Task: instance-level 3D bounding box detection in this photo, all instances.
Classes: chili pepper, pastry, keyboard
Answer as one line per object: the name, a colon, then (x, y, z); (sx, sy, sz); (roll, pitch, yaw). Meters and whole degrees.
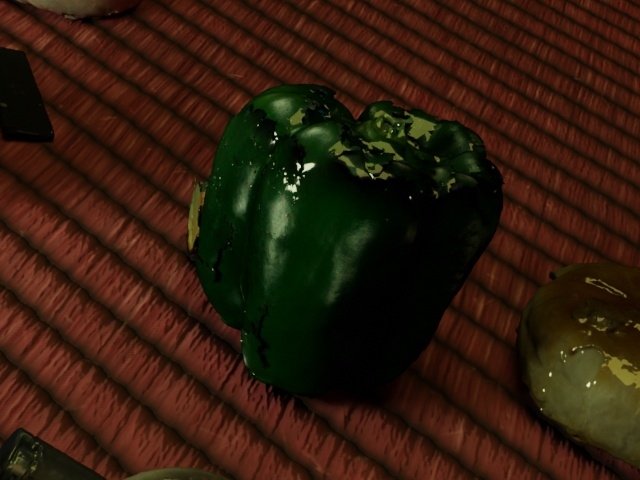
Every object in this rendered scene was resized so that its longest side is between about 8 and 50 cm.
chili pepper: (0.019, -0.001, 1.275); (0.248, 0.257, 0.233); (11, 27, -12)
pastry: (0.304, 0.107, 1.360); (0.236, 0.121, 0.257); (-12, 40, -38)
keyboard: (-0.337, -0.164, 1.589); (0.060, 0.018, 0.195); (8, 32, -28)

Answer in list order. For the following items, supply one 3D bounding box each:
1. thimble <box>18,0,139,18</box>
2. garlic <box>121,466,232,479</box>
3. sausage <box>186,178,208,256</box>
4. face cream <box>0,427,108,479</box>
thimble: (-0.315, -0.401, 1.832); (0.239, 0.162, 0.239); (12, 32, -8)
garlic: (-0.112, 0.213, 1.036); (0.195, 0.087, 0.101); (2, 47, -28)
sausage: (0.000, 0.000, 1.430); (0.264, 0.083, 0.083); (11, 32, -12)
face cream: (-0.082, 0.215, 0.923); (0.291, 0.144, 0.071); (33, 61, -13)
